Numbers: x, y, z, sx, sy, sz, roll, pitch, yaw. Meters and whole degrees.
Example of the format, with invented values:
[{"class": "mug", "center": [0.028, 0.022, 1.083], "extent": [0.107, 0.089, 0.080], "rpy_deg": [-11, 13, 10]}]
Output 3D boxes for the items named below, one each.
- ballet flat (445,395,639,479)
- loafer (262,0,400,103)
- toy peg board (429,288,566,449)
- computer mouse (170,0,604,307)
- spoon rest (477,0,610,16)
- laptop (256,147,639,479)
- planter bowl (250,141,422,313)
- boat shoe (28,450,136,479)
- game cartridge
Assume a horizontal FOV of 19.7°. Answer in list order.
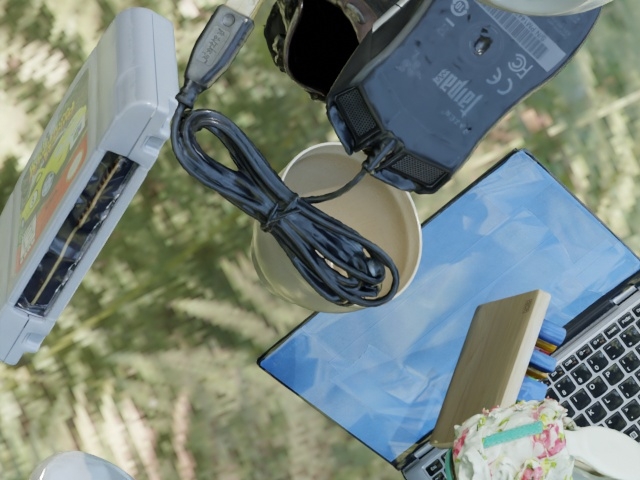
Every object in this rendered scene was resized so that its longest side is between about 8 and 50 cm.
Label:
[{"class": "ballet flat", "center": [0.162, 0.143, 0.997], "extent": [0.241, 0.077, 0.091], "rpy_deg": [25, 43, -47]}, {"class": "loafer", "center": [0.012, -0.146, 1.289], "extent": [0.095, 0.302, 0.109], "rpy_deg": [-27, 103, -20]}, {"class": "toy peg board", "center": [0.199, 0.146, 1.884], "extent": [0.079, 0.160, 0.161], "rpy_deg": [24, 75, -14]}, {"class": "computer mouse", "center": [0.031, -0.108, 1.070], "extent": [0.184, 0.262, 0.060], "rpy_deg": [36, 3, -15]}, {"class": "spoon rest", "center": [0.167, -0.163, 0.878], "extent": [0.137, 0.276, 0.084], "rpy_deg": [54, 46, -49]}, {"class": "laptop", "center": [0.222, 0.185, 1.998], "extent": [0.408, 0.382, 0.236], "rpy_deg": [56, 17, 18]}, {"class": "planter bowl", "center": [0.000, 0.000, 1.755], "extent": [0.162, 0.109, 0.162], "rpy_deg": [13, 65, -30]}, {"class": "boat shoe", "center": [-0.197, 0.353, 1.846], "extent": [0.127, 0.158, 0.340], "rpy_deg": [-46, 107, -31]}, {"class": "game cartridge", "center": [-0.214, -0.055, 1.617], "extent": [0.060, 0.294, 0.196], "rpy_deg": [25, 28, -18]}]
